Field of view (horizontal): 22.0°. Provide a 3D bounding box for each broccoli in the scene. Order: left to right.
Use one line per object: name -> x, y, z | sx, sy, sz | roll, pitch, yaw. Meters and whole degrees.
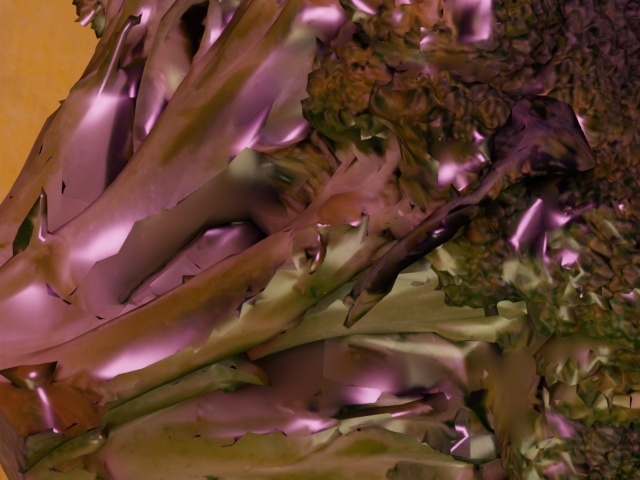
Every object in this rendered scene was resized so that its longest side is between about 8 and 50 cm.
broccoli -> 0.000, 0.000, 0.613 | 0.321, 0.283, 0.304 | 37, 149, 51
